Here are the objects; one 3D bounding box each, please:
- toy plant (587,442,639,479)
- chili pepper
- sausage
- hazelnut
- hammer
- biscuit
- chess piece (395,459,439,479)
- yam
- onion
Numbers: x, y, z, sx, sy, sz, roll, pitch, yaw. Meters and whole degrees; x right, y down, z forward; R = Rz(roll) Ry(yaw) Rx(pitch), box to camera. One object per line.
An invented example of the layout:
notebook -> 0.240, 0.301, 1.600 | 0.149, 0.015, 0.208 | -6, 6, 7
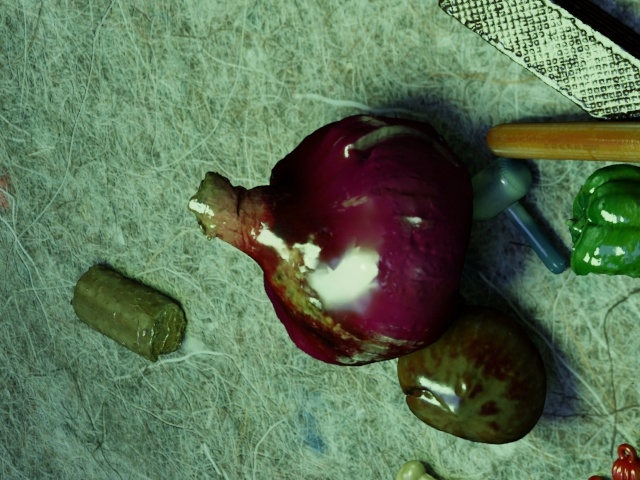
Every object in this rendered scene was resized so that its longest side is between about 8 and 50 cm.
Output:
toy plant -> 0.478, 0.433, 1.649 | 0.154, 0.088, 0.240 | -31, 84, 57
chili pepper -> 0.504, -0.004, 1.345 | 0.384, 0.213, 0.167 | 11, 88, 5
sausage -> 0.344, -0.133, 1.417 | 0.348, 0.053, 0.053 | 9, 118, 55
hazelnut -> 0.235, 0.205, 1.633 | 0.233, 0.218, 0.218 | 18, 123, 12
hammer -> 0.298, -0.028, 1.576 | 0.194, 0.069, 0.116 | 50, 131, 0
biscuit -> 0.337, -0.262, 1.423 | 0.388, 0.073, 0.107 | 40, 131, 16
chess piece -> 0.251, 0.508, 1.852 | 0.307, 0.124, 0.139 | 41, 168, 20
yam -> -0.384, 0.148, 2.147 | 0.238, 0.128, 0.129 | 22, 158, 34
onion -> 0.000, 0.000, 1.547 | 0.398, 0.420, 0.398 | -1, 89, 58
